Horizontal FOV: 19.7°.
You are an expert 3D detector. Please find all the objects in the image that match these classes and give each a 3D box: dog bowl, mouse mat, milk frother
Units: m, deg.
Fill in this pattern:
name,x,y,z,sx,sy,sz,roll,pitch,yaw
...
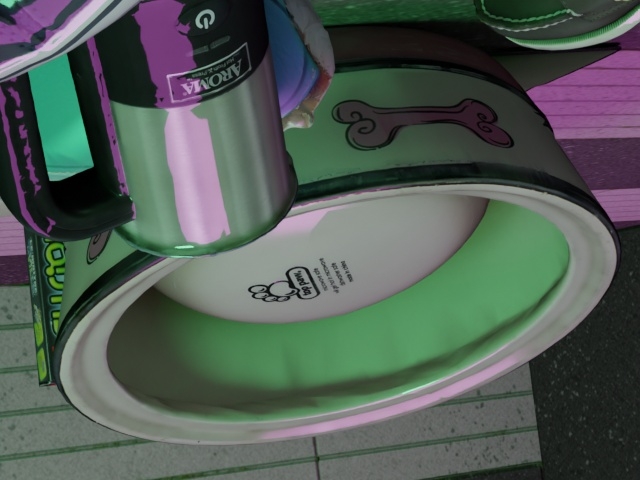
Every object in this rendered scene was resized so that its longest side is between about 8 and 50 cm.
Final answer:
name,x,y,z,sx,sy,sz,roll,pitch,yaw
dog bowl,0.000,0.000,1.331,0.408,0.150,0.408,-11,154,-6
mouse mat,0.133,-0.131,1.471,0.153,0.007,0.190,-5,176,-21
milk frother,-0.085,-0.083,0.763,0.129,0.143,0.134,-12,132,-6

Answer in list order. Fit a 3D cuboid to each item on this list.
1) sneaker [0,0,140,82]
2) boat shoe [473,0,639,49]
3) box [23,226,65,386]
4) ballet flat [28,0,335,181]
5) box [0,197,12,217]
name,x,y,z,sx,sy,sz,roll,pitch,yaw
sneaker,-0.213,-0.104,0.647,0.321,0.126,0.127,-7,-179,16
boat shoe,0.148,-0.153,0.881,0.069,0.081,0.228,1,164,-41
box,-0.181,0.011,1.499,0.114,0.207,0.036,-4,174,-23
ballet flat,-0.192,-0.101,0.892,0.409,0.147,0.147,-5,175,10
box,-0.295,-0.055,1.173,0.275,0.113,0.094,-8,175,27
